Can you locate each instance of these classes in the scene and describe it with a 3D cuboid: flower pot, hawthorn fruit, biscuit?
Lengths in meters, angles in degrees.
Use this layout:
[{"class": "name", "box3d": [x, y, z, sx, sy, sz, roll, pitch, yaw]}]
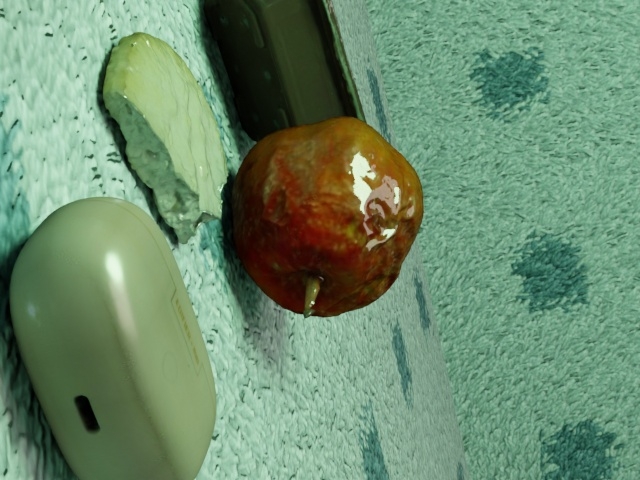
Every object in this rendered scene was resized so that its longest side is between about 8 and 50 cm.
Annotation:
[{"class": "flower pot", "box3d": [-0.051, -0.202, 1.274, 0.179, 0.084, 0.251, 22, -43, 53]}, {"class": "hawthorn fruit", "box3d": [0.000, 0.000, 1.176, 0.243, 0.207, 0.207, -77, 155, -46]}, {"class": "biscuit", "box3d": [-0.129, -0.091, 1.017, 0.265, 0.040, 0.188, 17, 59, -77]}]

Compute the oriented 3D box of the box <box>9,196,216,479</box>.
[{"class": "box", "box3d": [-0.128, 0.071, 0.726, 0.146, 0.088, 0.200, -79, 156, -65]}]
